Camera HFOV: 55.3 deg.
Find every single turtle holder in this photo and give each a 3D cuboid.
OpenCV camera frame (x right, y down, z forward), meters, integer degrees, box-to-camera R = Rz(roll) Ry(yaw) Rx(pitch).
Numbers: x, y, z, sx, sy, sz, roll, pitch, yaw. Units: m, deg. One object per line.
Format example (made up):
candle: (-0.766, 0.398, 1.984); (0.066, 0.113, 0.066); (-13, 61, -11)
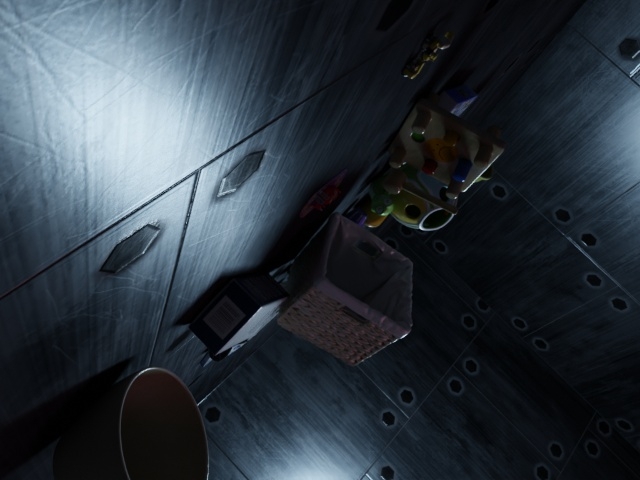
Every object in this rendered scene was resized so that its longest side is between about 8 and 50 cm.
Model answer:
turtle holder: (0.323, -0.162, 2.057); (0.243, 0.227, 0.320); (-41, 145, 22)

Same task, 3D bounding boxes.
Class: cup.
cup: (-0.430, 0.466, 1.333); (0.237, 0.331, 0.331); (-19, 180, 15)

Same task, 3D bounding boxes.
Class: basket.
basket: (0.081, 0.159, 1.888); (0.266, 0.328, 0.331); (-47, -161, 35)

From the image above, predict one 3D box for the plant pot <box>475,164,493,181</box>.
plant pot: (0.501, -0.297, 2.439); (0.254, 0.276, 0.276); (-36, 180, 36)

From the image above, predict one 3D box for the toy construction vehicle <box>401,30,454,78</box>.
toy construction vehicle: (0.212, -0.359, 1.186); (0.098, 0.035, 0.086); (-40, 172, -33)

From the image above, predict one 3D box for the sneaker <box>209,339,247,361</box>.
sneaker: (-0.301, 0.340, 2.150); (0.211, 0.080, 0.081); (-35, 179, -3)

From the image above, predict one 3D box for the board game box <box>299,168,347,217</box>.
board game box: (0.018, -0.106, 1.537); (0.169, 0.033, 0.133); (-41, 172, -29)

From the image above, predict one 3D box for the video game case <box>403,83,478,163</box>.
video game case: (0.353, -0.362, 1.877); (0.244, 0.061, 0.269); (-48, 173, 30)

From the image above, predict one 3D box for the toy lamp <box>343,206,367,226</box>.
toy lamp: (0.059, -0.007, 2.168); (0.274, 0.080, 0.080); (-48, 172, 20)

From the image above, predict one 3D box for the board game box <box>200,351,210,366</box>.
board game box: (-0.390, 0.413, 2.235); (0.090, 0.020, 0.090); (-37, 170, -47)

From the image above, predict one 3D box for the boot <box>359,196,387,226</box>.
boot: (0.249, -0.177, 2.264); (0.211, 0.104, 0.295); (-56, 171, 30)

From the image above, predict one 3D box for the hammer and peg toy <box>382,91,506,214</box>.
hammer and peg toy: (0.326, -0.228, 1.694); (0.127, 0.266, 0.361); (-62, 180, -26)

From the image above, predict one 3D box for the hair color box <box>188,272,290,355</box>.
hair color box: (-0.206, 0.187, 1.641); (0.174, 0.105, 0.347); (-46, 173, 5)

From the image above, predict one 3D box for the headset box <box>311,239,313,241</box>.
headset box: (0.000, 0.000, 2.051); (0.062, 0.032, 0.083); (-45, 172, -5)

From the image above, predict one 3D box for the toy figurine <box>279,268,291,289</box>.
toy figurine: (-0.036, 0.191, 2.178); (0.210, 0.148, 0.213); (-2, 154, -25)
